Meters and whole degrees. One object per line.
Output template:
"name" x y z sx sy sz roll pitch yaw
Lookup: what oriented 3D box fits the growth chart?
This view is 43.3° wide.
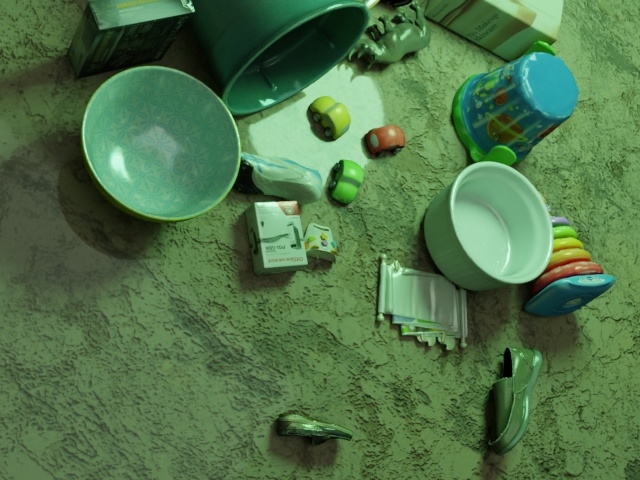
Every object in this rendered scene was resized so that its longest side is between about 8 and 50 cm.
"growth chart" 0.222 0.139 1.737 0.237 0.021 0.172 17 70 -21

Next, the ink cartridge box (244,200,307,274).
"ink cartridge box" -0.088 -0.006 1.608 0.099 0.056 0.135 -4 77 -27

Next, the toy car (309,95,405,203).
"toy car" 0.076 -0.187 1.738 0.238 0.053 0.225 20 68 -19

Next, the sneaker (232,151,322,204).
"sneaker" -0.109 -0.138 1.630 0.237 0.085 0.086 17 40 -16

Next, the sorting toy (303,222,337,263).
"sorting toy" 0.000 0.000 1.664 0.083 0.045 0.075 14 51 -22

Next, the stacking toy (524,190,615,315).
"stacking toy" 0.537 0.008 1.870 0.175 0.166 0.302 -2 62 -22

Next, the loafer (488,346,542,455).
"loafer" 0.401 0.338 1.737 0.087 0.094 0.251 26 61 -4

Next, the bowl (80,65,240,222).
"bowl" -0.307 -0.156 1.487 0.289 0.156 0.290 7 72 -24

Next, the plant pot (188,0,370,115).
"plant pot" -0.132 -0.482 1.585 0.341 0.341 0.334 -28 81 -29

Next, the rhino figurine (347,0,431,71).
"rhino figurine" 0.157 -0.457 1.843 0.243 0.073 0.106 -30 87 -28

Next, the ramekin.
"ramekin" 0.362 -0.022 1.774 0.277 0.135 0.277 10 68 -25

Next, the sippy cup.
"sippy cup" 0.462 -0.316 1.863 0.239 0.224 0.306 -3 77 -27

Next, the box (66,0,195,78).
"box" -0.354 -0.382 1.486 0.183 0.231 0.056 -20 88 -28

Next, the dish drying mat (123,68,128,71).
"dish drying mat" -0.349 -0.314 1.596 0.083 0.008 0.032 13 70 -22

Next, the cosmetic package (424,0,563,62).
"cosmetic package" 0.420 -0.562 1.954 0.296 0.153 0.129 22 66 -17

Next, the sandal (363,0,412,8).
"sandal" 0.173 -0.569 1.873 0.076 0.102 0.265 45 70 -9

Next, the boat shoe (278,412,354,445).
"boat shoe" -0.011 0.368 1.546 0.152 0.056 0.049 16 74 -11
